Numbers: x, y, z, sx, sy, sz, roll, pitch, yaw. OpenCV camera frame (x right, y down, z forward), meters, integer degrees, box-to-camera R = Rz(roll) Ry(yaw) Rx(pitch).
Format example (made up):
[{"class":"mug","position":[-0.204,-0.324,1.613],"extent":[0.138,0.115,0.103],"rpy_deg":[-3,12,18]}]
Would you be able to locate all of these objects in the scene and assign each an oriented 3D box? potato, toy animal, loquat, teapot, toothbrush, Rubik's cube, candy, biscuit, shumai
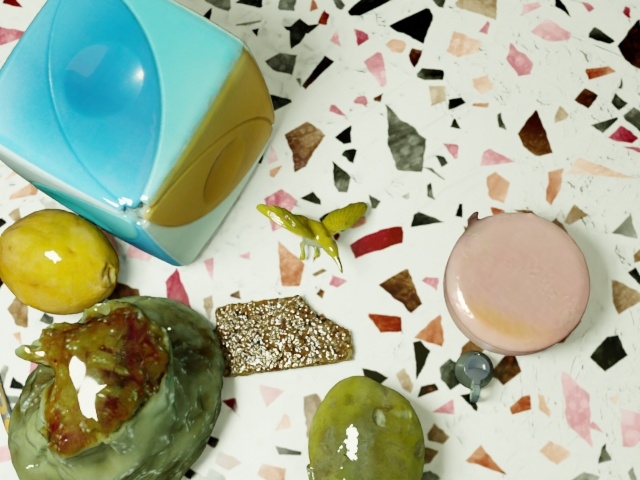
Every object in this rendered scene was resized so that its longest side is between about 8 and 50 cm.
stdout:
[{"class":"potato","position":[0.070,0.342,1.296],"extent":[0.197,0.148,0.228],"rpy_deg":[20,80,24]},{"class":"toy animal","position":[0.000,0.000,1.422],"extent":[0.219,0.095,0.155],"rpy_deg":[-11,71,-31]},{"class":"loquat","position":[-0.458,0.038,1.396],"extent":[0.234,0.187,0.176],"rpy_deg":[16,46,16]},{"class":"teapot","position":[0.260,0.227,1.356],"extent":[0.066,0.057,0.088],"rpy_deg":[3,75,6]},{"class":"toothbrush","position":[-0.539,0.319,1.403],"extent":[0.023,0.031,0.321],"rpy_deg":[-28,75,-5]},{"class":"Rubik's cube","position":[-0.309,-0.194,1.362],"extent":[0.351,0.347,0.352],"rpy_deg":[25,78,11]},{"class":"candy","position":[0.327,0.068,1.375],"extent":[0.255,0.094,0.255],"rpy_deg":[-1,75,4]},{"class":"biscuit","position":[-0.065,0.162,1.414],"extent":[0.236,0.026,0.131],"rpy_deg":[-8,76,3]},{"class":"shumai","position":[-0.339,0.241,1.258],"extent":[0.324,0.323,0.397],"rpy_deg":[39,76,12]}]
